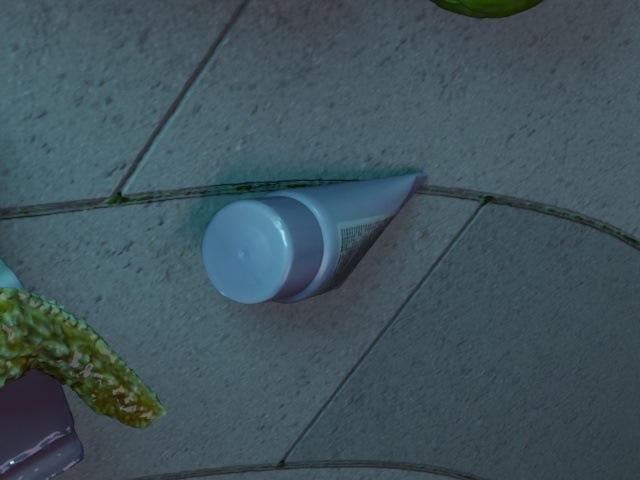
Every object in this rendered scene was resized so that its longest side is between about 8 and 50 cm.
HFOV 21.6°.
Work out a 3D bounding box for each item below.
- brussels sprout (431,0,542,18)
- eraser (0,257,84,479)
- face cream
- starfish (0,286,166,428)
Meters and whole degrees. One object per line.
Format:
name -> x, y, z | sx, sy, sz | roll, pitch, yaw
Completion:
brussels sprout -> 0.129, -0.266, 1.222 | 0.223, 0.161, 0.223 | -26, 153, -14
eraser -> -0.377, 0.161, 1.269 | 0.359, 0.122, 0.272 | -31, 149, -17
face cream -> 0.000, 0.000, 1.524 | 0.154, 0.096, 0.274 | -55, 160, 19
starfish -> -0.316, 0.009, 1.060 | 0.398, 0.132, 0.383 | -14, 110, -13
